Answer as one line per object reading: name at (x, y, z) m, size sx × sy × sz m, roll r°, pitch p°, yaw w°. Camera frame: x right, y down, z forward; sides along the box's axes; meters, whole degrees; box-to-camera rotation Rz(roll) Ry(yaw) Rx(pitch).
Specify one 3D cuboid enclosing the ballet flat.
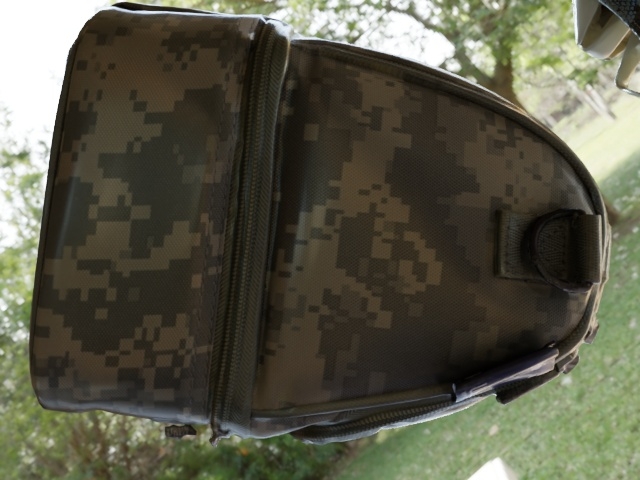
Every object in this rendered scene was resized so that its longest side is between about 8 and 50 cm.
ballet flat at (0.181, -0.122, 0.448) m, size 0.070 × 0.070 × 0.188 m, roll -42°, pitch 37°, yaw 19°

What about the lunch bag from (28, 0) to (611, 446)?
lunch bag at (0.000, 0.000, 0.471) m, size 0.305 × 0.256 × 0.212 m, roll 130°, pitch 145°, yaw -88°
